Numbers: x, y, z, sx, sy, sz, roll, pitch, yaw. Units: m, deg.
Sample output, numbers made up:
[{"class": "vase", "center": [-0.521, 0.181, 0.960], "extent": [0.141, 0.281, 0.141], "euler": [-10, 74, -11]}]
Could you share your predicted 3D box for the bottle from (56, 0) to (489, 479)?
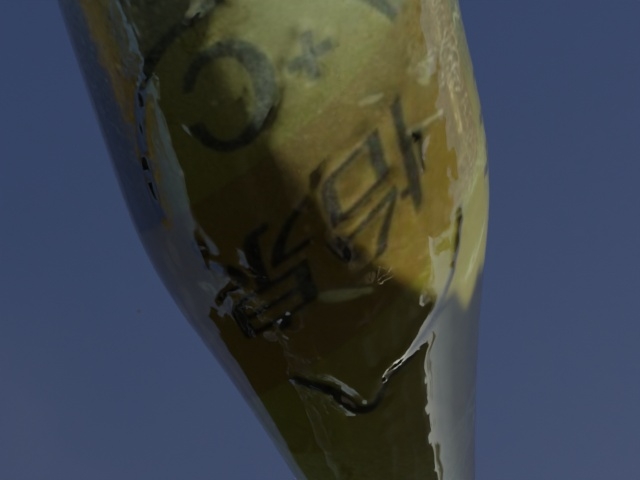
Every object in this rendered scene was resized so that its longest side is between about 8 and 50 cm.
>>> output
[{"class": "bottle", "center": [0.000, 0.000, 0.416], "extent": [0.083, 0.083, 0.270], "euler": [-17, -63, -6]}]
